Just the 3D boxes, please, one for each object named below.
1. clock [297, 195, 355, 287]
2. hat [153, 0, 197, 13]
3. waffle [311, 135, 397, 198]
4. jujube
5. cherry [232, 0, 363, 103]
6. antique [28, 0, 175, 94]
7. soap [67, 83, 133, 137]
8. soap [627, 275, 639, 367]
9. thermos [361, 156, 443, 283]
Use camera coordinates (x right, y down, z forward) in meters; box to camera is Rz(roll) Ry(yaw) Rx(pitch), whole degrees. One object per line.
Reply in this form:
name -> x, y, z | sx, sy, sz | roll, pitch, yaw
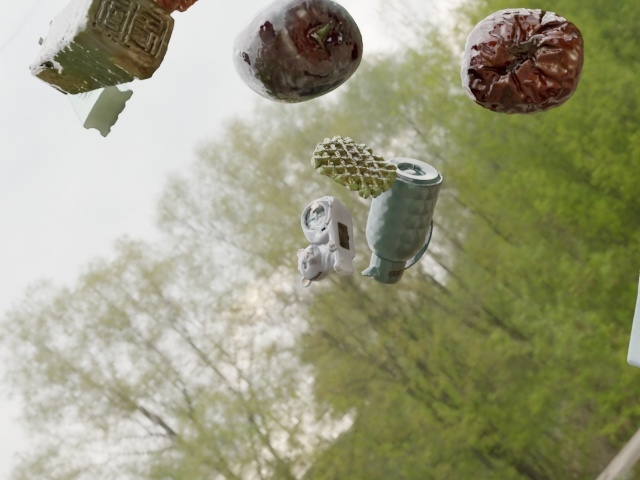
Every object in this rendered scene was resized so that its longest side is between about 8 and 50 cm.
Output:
clock -> 0.000, 0.000, 2.070 | 0.117, 0.176, 0.080 | -19, -27, 31
hat -> -0.293, -0.569, 1.724 | 0.285, 0.285, 0.400 | -46, -7, -18
waffle -> 0.073, -0.160, 2.200 | 0.169, 0.183, 0.036 | -53, -9, -52
jujube -> 0.401, -0.358, 2.071 | 0.213, 0.232, 0.213 | 5, -90, -87
cherry -> -0.048, -0.389, 2.094 | 0.255, 0.218, 0.296 | -31, 17, -26
antique -> -0.387, -0.333, 1.743 | 0.284, 0.150, 0.125 | -8, 59, 49
soap -> -0.467, -0.313, 2.166 | 0.066, 0.198, 0.119 | 25, -73, -36
soap -> 0.698, 0.145, 1.805 | 0.446, 0.261, 0.156 | 1, -79, -47
thermos -> 0.189, -0.040, 2.375 | 0.182, 0.145, 0.286 | -11, -55, -37
